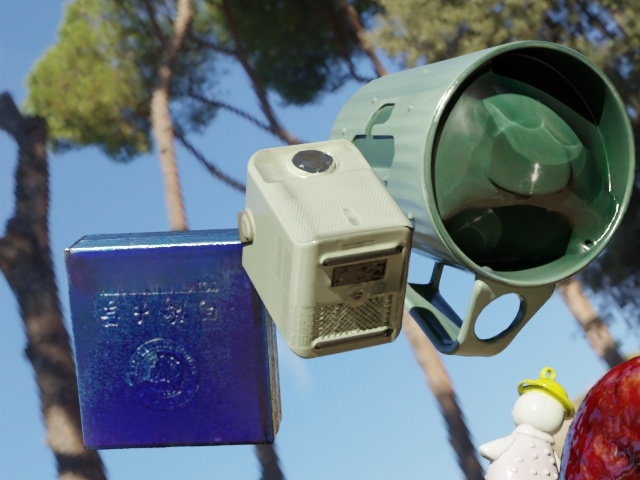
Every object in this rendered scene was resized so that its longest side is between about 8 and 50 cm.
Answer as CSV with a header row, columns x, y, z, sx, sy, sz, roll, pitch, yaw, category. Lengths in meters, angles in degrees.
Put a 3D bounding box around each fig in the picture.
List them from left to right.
x,y,z,sx,sy,sz,roll,pitch,yaw,category
0.317,0.214,1.251,0.224,0.224,0.263,-32,13,0,fig

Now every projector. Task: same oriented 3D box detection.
x,y,z,sx,sy,sz,roll,pitch,yaw,category
0.000,0.000,1.685,0.163,0.242,0.177,-7,-55,-19,projector

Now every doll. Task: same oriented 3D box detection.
x,y,z,sx,sy,sz,roll,pitch,yaw,category
0.245,0.246,1.628,0.129,0.207,0.081,24,-19,-19,doll

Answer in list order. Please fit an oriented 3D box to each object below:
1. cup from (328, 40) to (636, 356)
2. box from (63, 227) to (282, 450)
x,y,z,sx,sy,sz,roll,pitch,yaw,category
0.181,-0.070,1.904,0.401,0.310,0.392,-58,22,-9,cup
-0.193,0.131,1.864,0.261,0.279,0.116,-3,10,7,box
